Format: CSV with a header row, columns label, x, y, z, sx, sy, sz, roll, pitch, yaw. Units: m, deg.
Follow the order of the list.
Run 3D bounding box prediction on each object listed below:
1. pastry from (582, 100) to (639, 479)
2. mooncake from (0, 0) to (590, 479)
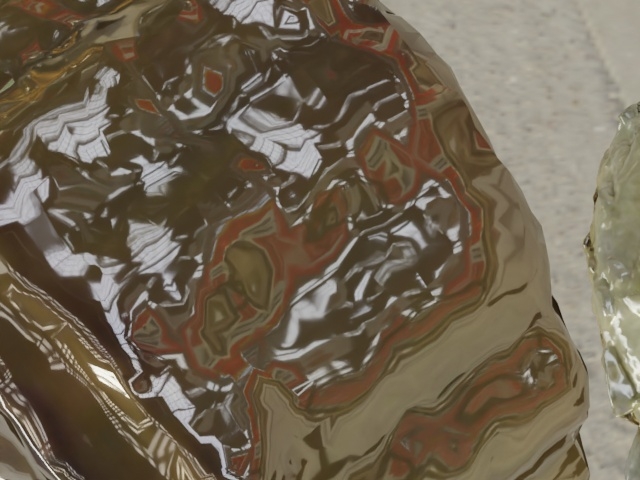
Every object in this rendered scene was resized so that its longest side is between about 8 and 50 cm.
label,x,y,z,sx,sy,sz,roll,pitch,yaw
pastry,0.301,0.032,1.105,0.136,0.330,0.329,-20,84,43
mooncake,-0.065,0.039,0.623,0.324,0.187,0.324,40,154,24
